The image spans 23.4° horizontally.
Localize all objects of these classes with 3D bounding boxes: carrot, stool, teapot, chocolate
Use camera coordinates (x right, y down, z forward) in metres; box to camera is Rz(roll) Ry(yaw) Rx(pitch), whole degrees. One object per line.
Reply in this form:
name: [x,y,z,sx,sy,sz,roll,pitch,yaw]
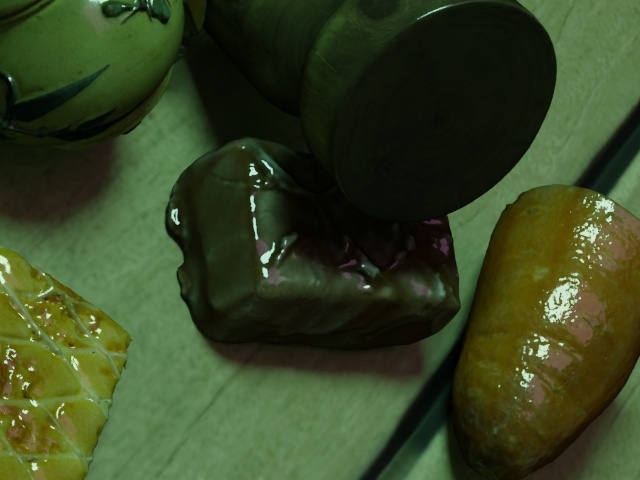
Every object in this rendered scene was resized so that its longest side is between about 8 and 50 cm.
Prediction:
carrot: [0.168,0.089,1.223,0.159,0.159,0.225,43,57,-12]
stool: [0.027,-0.159,1.132,0.179,0.179,0.264,6,32,-37]
teapot: [-0.177,-0.170,1.020,0.269,0.173,0.182,-44,138,-11]
chocolate: [0.000,0.000,1.155,0.214,0.093,0.148,6,61,-37]

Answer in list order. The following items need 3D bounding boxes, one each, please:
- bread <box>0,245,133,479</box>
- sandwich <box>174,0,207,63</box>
bread: [-0.198,0.107,0.947,0.125,0.068,0.188,32,49,-22]
sandwich: [-0.161,-0.254,1.166,0.096,0.094,0.258,-1,65,-45]
